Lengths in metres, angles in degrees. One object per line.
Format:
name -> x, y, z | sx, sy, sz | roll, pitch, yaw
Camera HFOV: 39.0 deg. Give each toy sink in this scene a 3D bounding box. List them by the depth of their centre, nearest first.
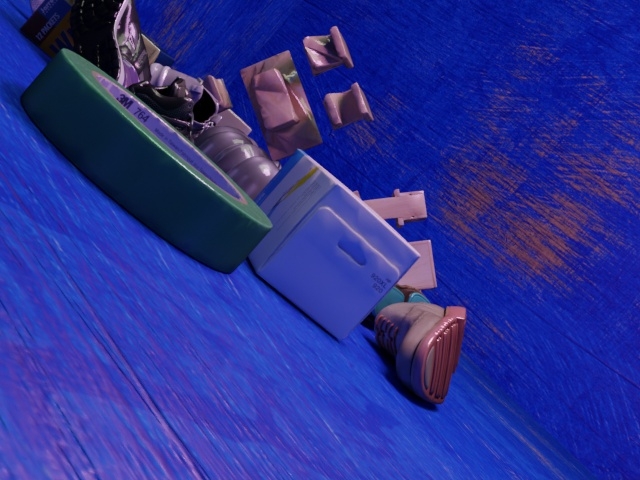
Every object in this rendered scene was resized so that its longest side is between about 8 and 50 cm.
toy sink -> -0.300, -0.316, 2.230 | 0.234, 0.131, 0.153 | 40, 3, -17

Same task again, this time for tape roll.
tape roll -> -0.201, -0.094, 1.075 | 0.321, 0.077, 0.321 | 42, 3, -3

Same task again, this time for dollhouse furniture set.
dollhouse furniture set -> -0.052, -0.212, 2.015 | 0.256, 0.362, 0.394 | 12, 57, -80
dollhouse furniture set -> 0.149, 0.062, 2.073 | 0.355, 0.174, 0.303 | 101, -18, -84

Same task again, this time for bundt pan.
bundt pan -> -0.104, -0.083, 1.597 | 0.331, 0.124, 0.331 | 41, 3, -3

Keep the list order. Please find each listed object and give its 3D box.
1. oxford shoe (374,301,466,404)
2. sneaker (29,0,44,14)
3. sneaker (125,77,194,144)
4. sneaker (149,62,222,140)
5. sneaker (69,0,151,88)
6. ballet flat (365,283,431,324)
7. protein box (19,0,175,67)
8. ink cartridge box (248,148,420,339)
oxford shoe -> 0.150, 0.175, 1.478 | 0.147, 0.140, 0.397 | 11, 2, 13
sneaker -> -0.478, -0.415, 1.840 | 0.268, 0.101, 0.153 | 47, 2, -5
sneaker -> -0.198, -0.144, 1.294 | 0.227, 0.130, 0.087 | 42, 5, -28
sneaker -> -0.230, -0.216, 1.624 | 0.115, 0.105, 0.281 | 16, -10, 12
sneaker -> -0.332, -0.307, 1.466 | 0.124, 0.107, 0.283 | 50, 32, -55
ballet flat -> 0.124, 0.129, 1.786 | 0.124, 0.116, 0.342 | 21, -4, 31
protein box -> -0.391, -0.349, 1.618 | 0.201, 0.136, 0.200 | 41, 4, -5
ink cartridge box -> 0.000, 0.000, 1.322 | 0.171, 0.168, 0.232 | 40, 4, -21
